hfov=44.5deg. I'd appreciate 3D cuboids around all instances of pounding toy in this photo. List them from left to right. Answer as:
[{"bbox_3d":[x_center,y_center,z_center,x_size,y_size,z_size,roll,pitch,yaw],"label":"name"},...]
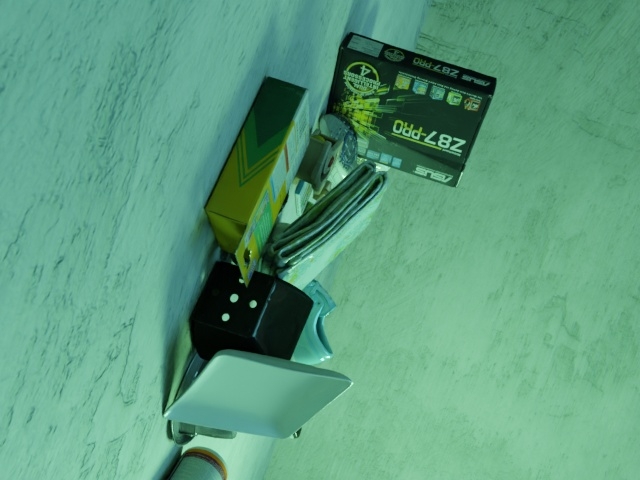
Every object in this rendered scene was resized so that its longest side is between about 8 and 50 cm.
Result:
[{"bbox_3d":[0.021,-0.185,1.894,0.269,0.154,0.154,67,48,-80],"label":"pounding toy"}]

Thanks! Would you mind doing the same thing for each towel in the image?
[{"bbox_3d":[0.000,0.000,1.729,0.320,0.090,0.374,-40,171,-16],"label":"towel"}]

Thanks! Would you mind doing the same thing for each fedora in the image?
[{"bbox_3d":[-0.216,0.339,1.674,0.275,0.124,0.244,98,13,-60],"label":"fedora"}]

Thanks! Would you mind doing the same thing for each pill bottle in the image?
[{"bbox_3d":[-0.295,0.566,1.715,0.221,0.121,0.121,-58,166,-60],"label":"pill bottle"}]

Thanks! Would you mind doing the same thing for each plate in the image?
[{"bbox_3d":[-0.123,0.288,1.483,0.277,0.277,0.045,-48,-144,42],"label":"plate"}]

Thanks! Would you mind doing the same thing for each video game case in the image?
[{"bbox_3d":[-0.039,-0.146,2.122,0.166,0.015,0.119,89,22,-71],"label":"video game case"}]

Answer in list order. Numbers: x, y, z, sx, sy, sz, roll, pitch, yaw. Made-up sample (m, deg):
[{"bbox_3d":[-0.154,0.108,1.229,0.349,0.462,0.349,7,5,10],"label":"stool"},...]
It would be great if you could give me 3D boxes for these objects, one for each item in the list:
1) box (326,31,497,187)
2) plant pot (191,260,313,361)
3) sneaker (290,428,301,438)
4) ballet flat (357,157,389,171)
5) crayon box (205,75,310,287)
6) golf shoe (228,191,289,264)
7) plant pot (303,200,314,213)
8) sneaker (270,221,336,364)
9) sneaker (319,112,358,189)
[{"bbox_3d":[0.219,-0.333,2.028,0.318,0.394,0.097,104,7,-48],"label":"box"},{"bbox_3d":[-0.145,0.143,1.506,0.167,0.187,0.188,65,43,-62],"label":"plant pot"},{"bbox_3d":[-0.157,0.384,2.019,0.124,0.178,0.296,-55,135,-67],"label":"sneaker"},{"bbox_3d":[0.144,-0.230,2.614,0.483,0.181,0.164,102,11,-48],"label":"ballet flat"},{"bbox_3d":[-0.114,-0.100,1.393,0.203,0.083,0.323,90,20,-70],"label":"crayon box"},{"bbox_3d":[-0.129,-0.038,1.547,0.198,0.077,0.094,-60,180,-23],"label":"golf shoe"},{"bbox_3d":[-0.025,-0.062,2.258,0.079,0.083,0.083,-59,174,4],"label":"plant pot"},{"bbox_3d":[-0.034,0.131,1.956,0.135,0.150,0.366,-34,118,-76],"label":"sneaker"},{"bbox_3d":[0.040,-0.208,2.089,0.111,0.129,0.297,-55,140,-37],"label":"sneaker"}]
